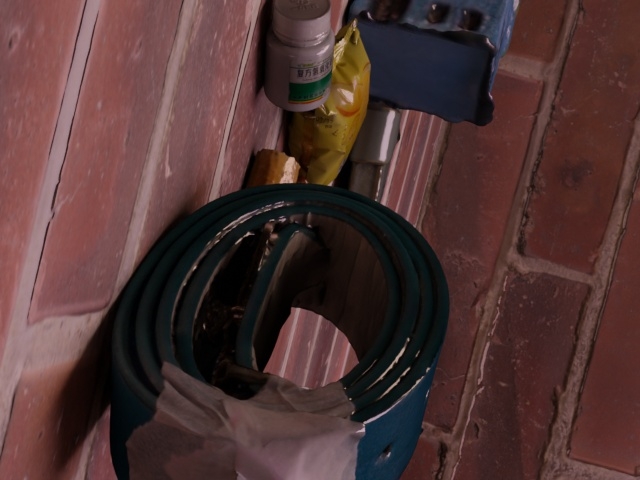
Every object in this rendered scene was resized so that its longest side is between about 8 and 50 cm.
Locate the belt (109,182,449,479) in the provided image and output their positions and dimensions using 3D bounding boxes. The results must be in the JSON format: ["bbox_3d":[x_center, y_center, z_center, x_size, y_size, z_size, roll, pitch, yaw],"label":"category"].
[{"bbox_3d":[-0.036,0.109,1.393,0.436,0.300,0.173,-64,165,-51],"label":"belt"}]

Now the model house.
[{"bbox_3d":[0.184,-0.351,2.183,0.215,0.237,0.303,91,16,-53],"label":"model house"}]

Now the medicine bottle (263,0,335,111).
[{"bbox_3d":[-0.024,-0.220,1.640,0.130,0.080,0.080,96,13,-46],"label":"medicine bottle"}]

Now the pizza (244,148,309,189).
[{"bbox_3d":[-0.054,0.011,1.819,0.229,0.081,0.289,-51,152,-69],"label":"pizza"}]

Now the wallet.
[{"bbox_3d":[0.098,-0.184,2.428,0.252,0.083,0.360,-51,154,-79],"label":"wallet"}]

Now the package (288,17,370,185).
[{"bbox_3d":[0.010,-0.168,1.886,0.226,0.090,0.168,95,15,-56],"label":"package"}]
